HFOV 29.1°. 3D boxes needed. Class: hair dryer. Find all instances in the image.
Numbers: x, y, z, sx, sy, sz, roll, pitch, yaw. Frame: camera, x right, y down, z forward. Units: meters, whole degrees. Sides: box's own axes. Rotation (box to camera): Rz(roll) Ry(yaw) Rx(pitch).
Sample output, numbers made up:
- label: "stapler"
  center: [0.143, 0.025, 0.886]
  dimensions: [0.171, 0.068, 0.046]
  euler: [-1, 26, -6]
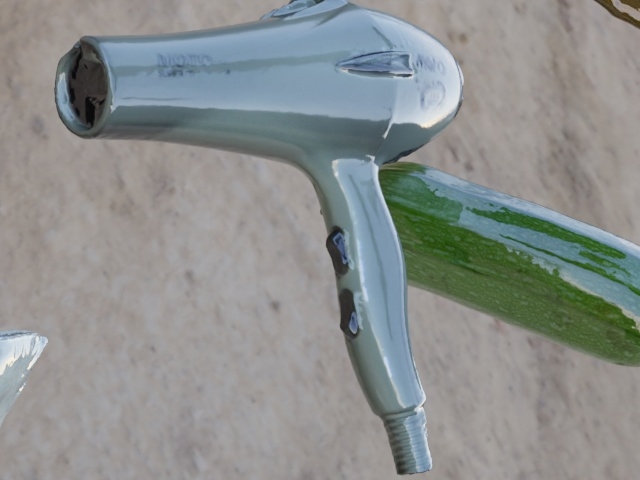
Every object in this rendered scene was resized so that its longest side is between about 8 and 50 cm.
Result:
- label: "hair dryer"
  center: [-0.022, -0.020, 0.555]
  dimensions: [0.219, 0.088, 0.225]
  euler: [19, 67, -38]

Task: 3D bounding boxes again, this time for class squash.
- label: "squash"
  center: [0.101, 0.010, 0.677]
  dimensions: [0.219, 0.068, 0.077]
  euler: [21, 4, 14]

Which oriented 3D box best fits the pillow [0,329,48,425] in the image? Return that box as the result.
- label: "pillow"
  center: [-0.370, 0.191, 1.275]
  dimensions: [0.051, 0.229, 0.128]
  euler: [34, 6, 22]

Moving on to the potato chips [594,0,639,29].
- label: "potato chips"
  center: [0.177, -0.176, 0.609]
  dimensions: [0.201, 0.049, 0.150]
  euler: [35, 76, -21]
